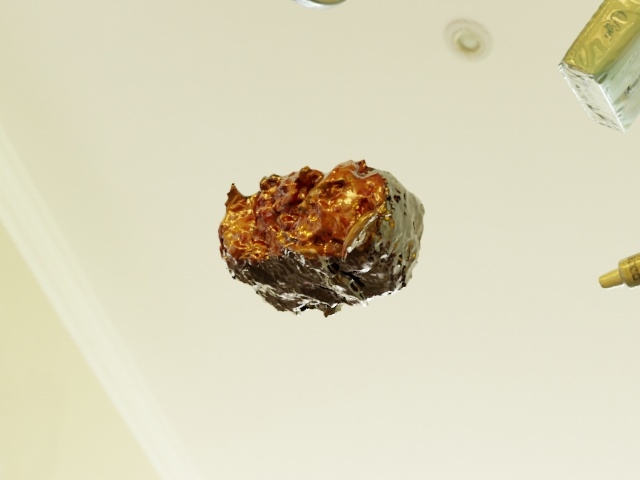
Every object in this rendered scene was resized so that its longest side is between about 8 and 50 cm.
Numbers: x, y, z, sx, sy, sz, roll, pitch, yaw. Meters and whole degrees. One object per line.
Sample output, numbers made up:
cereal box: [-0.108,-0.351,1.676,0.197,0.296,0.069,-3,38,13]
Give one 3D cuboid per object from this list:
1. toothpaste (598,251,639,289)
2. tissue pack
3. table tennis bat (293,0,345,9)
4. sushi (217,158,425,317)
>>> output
toothpaste: [0.353,0.006,0.937,0.197,0.048,0.029,-23,-35,20]
tissue pack: [0.466,-0.303,1.446,0.089,0.263,0.177,34,-2,39]
table tennis bat: [-0.003,-0.451,1.516,0.044,0.329,0.215,-22,-88,38]
sushi: [0.000,0.000,1.455,0.182,0.196,0.343,25,-26,-39]
